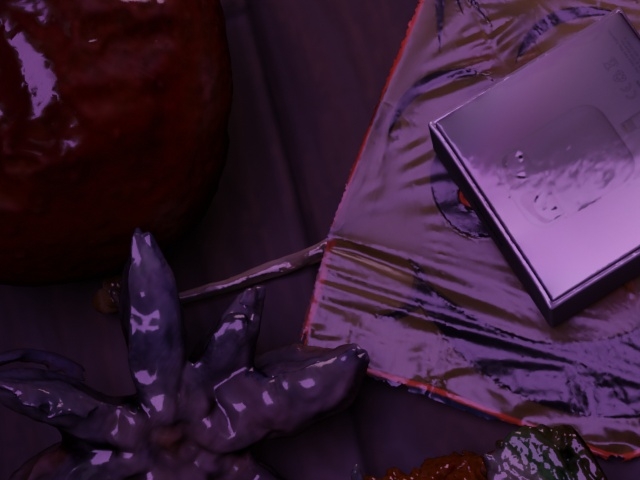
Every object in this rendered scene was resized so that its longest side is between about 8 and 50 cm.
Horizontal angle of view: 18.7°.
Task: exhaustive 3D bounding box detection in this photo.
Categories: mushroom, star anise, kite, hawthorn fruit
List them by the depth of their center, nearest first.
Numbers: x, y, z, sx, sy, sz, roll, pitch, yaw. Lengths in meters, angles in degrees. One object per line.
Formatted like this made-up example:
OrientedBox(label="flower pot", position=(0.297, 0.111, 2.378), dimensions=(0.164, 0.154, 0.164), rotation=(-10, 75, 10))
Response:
OrientedBox(label="star anise", position=(-0.087, 0.104, 1.092), dimensions=(0.236, 0.093, 0.229), rotation=(-13, 104, -5))
OrientedBox(label="hawthorn fruit", position=(-0.185, -0.074, 1.110), dimensions=(0.266, 0.210, 0.230), rotation=(-25, 84, -32))
OrientedBox(label="kite", position=(0.147, -0.040, 1.128), dimensions=(0.377, 0.013, 0.327), rotation=(-29, 73, 1))
OrientedBox(label="mushroom", position=(0.001, 0.002, 1.158), dimensions=(0.286, 0.028, 0.026), rotation=(-14, 68, 4))

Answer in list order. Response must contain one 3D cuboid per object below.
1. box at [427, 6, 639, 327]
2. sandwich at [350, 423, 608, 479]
OrientedBox(label="box", position=(0.149, -0.042, 1.095), dimensions=(0.129, 0.051, 0.130), rotation=(-32, 72, -1))
OrientedBox(label="sandwich", position=(0.091, 0.195, 1.036), dimensions=(0.160, 0.109, 0.185), rotation=(-15, 71, 2))
